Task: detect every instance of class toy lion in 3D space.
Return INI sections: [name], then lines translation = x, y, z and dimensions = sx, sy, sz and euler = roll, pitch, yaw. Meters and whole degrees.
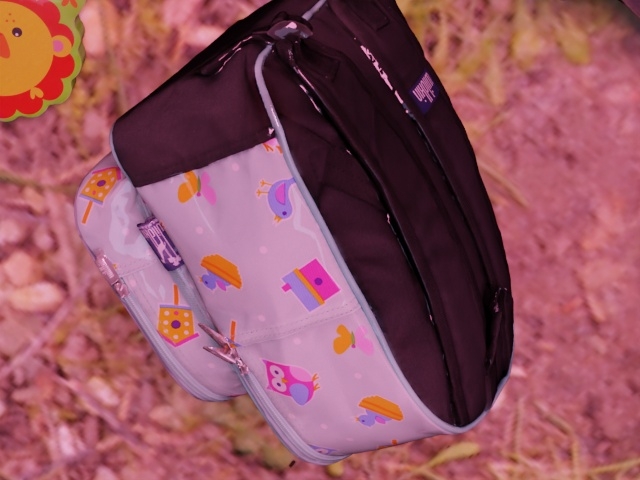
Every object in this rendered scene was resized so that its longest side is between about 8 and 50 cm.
[toy lion]
translation = -0.143, -0.107, 0.626
dimensions = 0.100, 0.034, 0.096
euler = -36, 112, 17

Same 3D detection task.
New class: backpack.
[backpack]
translation = 0.000, 0.000, 0.583
dimensions = 0.144, 0.166, 0.188
euler = -27, 105, 28

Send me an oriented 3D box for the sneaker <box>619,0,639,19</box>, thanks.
[sneaker]
translation = 0.095, -0.132, 0.577
dimensions = 0.222, 0.083, 0.118
euler = 43, 129, -19
